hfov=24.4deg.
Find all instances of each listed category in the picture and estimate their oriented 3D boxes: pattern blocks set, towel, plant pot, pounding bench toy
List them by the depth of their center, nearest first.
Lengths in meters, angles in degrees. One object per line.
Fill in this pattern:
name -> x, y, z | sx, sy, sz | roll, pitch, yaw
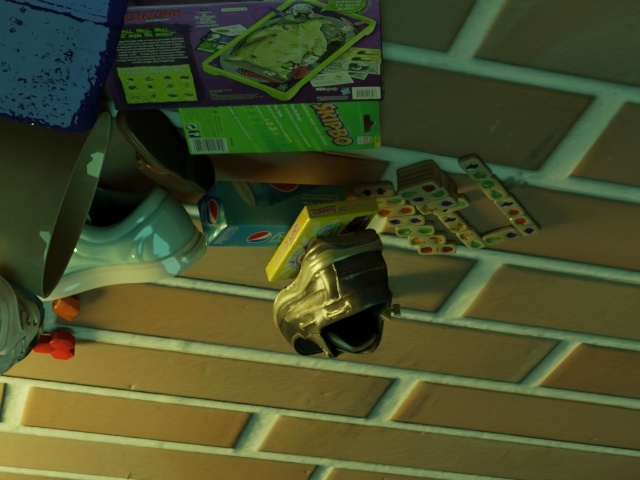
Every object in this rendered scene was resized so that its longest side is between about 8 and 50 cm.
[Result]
towel -> -0.321, -0.276, 1.626 | 0.227, 0.076, 0.308 | 13, 123, -14
plant pot -> -0.441, -0.088, 1.907 | 0.274, 0.257, 0.256 | 18, 148, 0
pounding bench toy -> 0.082, 0.110, 2.391 | 0.065, 0.052, 0.083 | -23, 143, 34
pattern blocks set -> -0.535, 0.110, 2.423 | 0.285, 0.026, 0.325 | 3, 150, -5

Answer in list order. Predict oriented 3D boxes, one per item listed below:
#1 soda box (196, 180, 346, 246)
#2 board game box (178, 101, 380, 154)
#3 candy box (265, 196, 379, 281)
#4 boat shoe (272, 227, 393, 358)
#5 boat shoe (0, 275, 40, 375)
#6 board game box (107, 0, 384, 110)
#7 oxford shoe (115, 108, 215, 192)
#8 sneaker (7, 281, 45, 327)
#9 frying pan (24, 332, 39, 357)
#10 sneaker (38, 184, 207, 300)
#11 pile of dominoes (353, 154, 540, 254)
soda box -> -0.062, -0.036, 2.073 | 0.210, 0.071, 0.067 | 1, 153, -34
board game box -> -0.051, -0.160, 1.948 | 0.259, 0.039, 0.124 | 1, 150, 5
candy box -> 0.000, 0.000, 2.062 | 0.105, 0.027, 0.206 | -6, 157, -21
boat shoe -> 0.017, 0.109, 2.124 | 0.132, 0.130, 0.355 | -15, 160, -15
boat shoe -> -0.414, 0.102, 1.933 | 0.096, 0.098, 0.277 | -27, 168, -25
board game box -> -0.097, -0.240, 1.805 | 0.346, 0.056, 0.208 | -1, 154, 3
oxford shoe -> -0.224, -0.116, 1.991 | 0.076, 0.076, 0.212 | -8, 150, 23
sneaker -> -0.514, 0.059, 2.001 | 0.330, 0.130, 0.147 | 22, 146, -35
frying pan -> -0.615, 0.147, 2.419 | 0.326, 0.053, 0.197 | 21, 143, -36
sneaker -> -0.341, -0.016, 2.145 | 0.365, 0.135, 0.150 | -11, 119, 26
pile of dominoes -> 0.185, -0.033, 2.159 | 0.196, 0.040, 0.251 | -17, 145, 26
